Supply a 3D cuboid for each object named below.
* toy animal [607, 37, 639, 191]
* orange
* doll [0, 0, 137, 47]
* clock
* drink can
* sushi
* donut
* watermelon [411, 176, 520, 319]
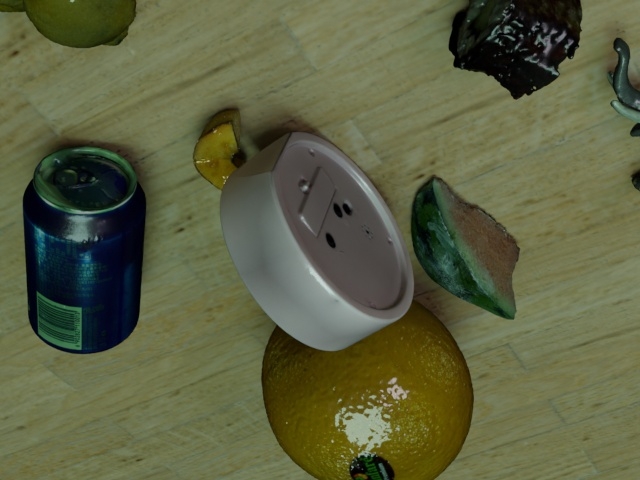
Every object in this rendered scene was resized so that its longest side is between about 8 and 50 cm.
[{"bbox_3d":[0.347,-0.080,0.891,0.269,0.082,0.137,21,127,-13],"label":"toy animal"},{"bbox_3d":[0.049,0.158,1.024,0.236,0.236,0.236,0,133,0],"label":"orange"},{"bbox_3d":[-0.242,-0.224,0.760,0.209,0.097,0.137,20,169,-8],"label":"doll"},{"bbox_3d":[0.000,0.000,0.886,0.068,0.197,0.197,-33,125,28],"label":"clock"},{"bbox_3d":[-0.233,0.013,0.956,0.118,0.118,0.205,8,133,-7],"label":"drink can"},{"bbox_3d":[0.163,-0.178,0.802,0.084,0.098,0.094,25,147,-16],"label":"sushi"},{"bbox_3d":[-0.086,-0.084,0.919,0.067,0.038,0.083,-30,131,23],"label":"donut"},{"bbox_3d":[0.138,0.004,0.996,0.101,0.080,0.155,5,149,48],"label":"watermelon"}]
